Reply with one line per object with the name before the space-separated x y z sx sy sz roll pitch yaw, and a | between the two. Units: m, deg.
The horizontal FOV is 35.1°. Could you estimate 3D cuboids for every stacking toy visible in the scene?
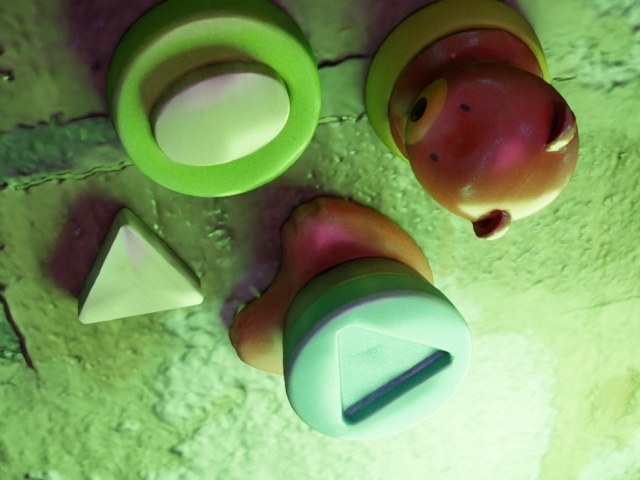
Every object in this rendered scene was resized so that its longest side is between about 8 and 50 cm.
stacking toy | 0.000 0.000 0.632 0.279 0.130 0.309 7 122 -20
